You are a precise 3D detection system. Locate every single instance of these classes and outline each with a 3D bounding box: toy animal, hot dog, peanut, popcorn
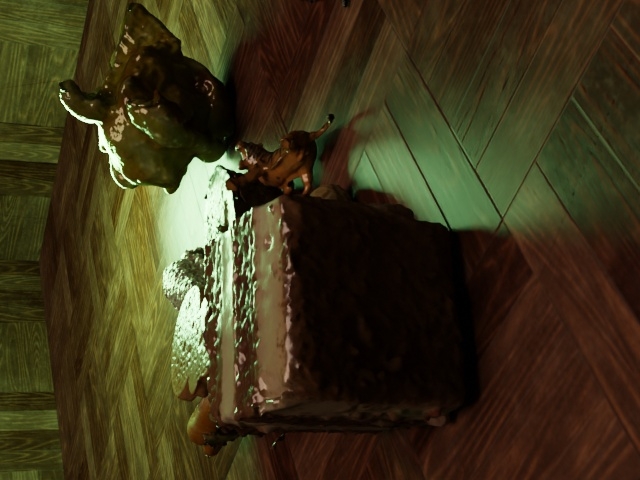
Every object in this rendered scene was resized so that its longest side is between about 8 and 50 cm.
[{"bbox_3d":[-0.039,-0.134,1.626,0.255,0.114,0.116,-29,30,47],"label":"toy animal"},{"bbox_3d":[-0.158,0.292,1.805,0.269,0.109,0.072,-61,42,43],"label":"hot dog"},{"bbox_3d":[0.000,0.000,1.488,0.080,0.080,0.175,-19,56,65],"label":"peanut"},{"bbox_3d":[-0.347,-0.253,2.032,0.321,0.325,0.290,64,148,34],"label":"popcorn"}]

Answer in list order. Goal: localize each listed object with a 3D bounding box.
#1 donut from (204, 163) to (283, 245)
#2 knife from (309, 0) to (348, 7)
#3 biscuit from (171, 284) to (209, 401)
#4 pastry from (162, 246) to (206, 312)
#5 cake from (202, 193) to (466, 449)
[{"bbox_3d":[-0.127,0.008,1.788,0.272,0.107,0.272,180,90,-71],"label":"donut"},{"bbox_3d":[-0.005,-0.395,1.641,0.222,0.021,0.046,-147,60,-62],"label":"knife"},{"bbox_3d":[-0.203,0.174,1.782,0.288,0.044,0.202,164,115,-66],"label":"biscuit"},{"bbox_3d":[-0.233,0.093,2.001,0.265,0.112,0.103,-138,47,-61],"label":"pastry"},{"bbox_3d":[0.011,0.097,1.276,0.290,0.255,0.282,-33,56,57],"label":"cake"}]
